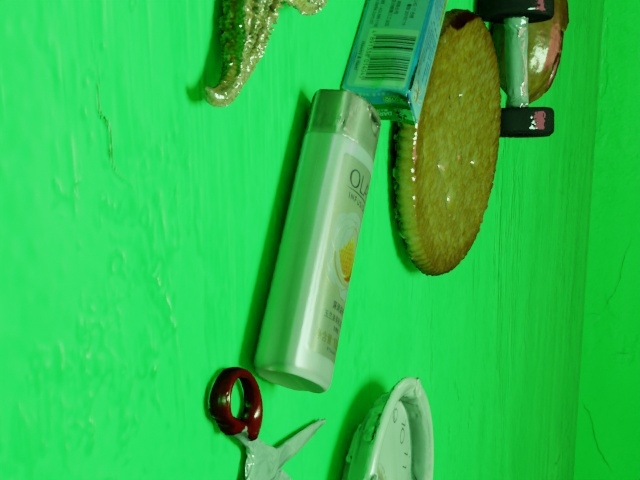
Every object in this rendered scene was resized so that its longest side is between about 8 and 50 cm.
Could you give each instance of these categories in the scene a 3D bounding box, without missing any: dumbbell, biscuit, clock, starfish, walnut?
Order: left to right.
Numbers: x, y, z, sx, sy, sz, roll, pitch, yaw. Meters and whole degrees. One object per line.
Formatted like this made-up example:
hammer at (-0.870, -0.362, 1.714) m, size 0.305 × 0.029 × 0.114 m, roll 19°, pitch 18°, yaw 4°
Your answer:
starfish at (-0.037, -0.195, 0.687) m, size 0.227 × 0.043 × 0.241 m, roll 51°, pitch 51°, yaw -59°
clock at (0.063, 0.253, 1.059) m, size 0.236 × 0.053 × 0.237 m, roll 3°, pitch 90°, yaw -71°
biscuit at (0.144, -0.108, 1.184) m, size 0.305 × 0.038 × 0.305 m, roll -28°, pitch 122°, yaw -59°
dumbbell at (0.257, -0.231, 1.370) m, size 0.100 × 0.100 × 0.191 m, roll -8°, pitch 97°, yaw -69°
walnut at (0.294, -0.282, 1.470) m, size 0.116 × 0.115 × 0.207 m, roll 27°, pitch 70°, yaw -69°

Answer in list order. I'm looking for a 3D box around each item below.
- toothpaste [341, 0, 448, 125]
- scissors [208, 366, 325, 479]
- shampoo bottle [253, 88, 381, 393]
toothpaste at (0.085, -0.230, 0.975) m, size 0.050 × 0.065 × 0.267 m, roll 62°, pitch 38°, yaw -56°
scissors at (-0.040, 0.177, 0.816) m, size 0.247 × 0.017 × 0.144 m, roll 32°, pitch 66°, yaw -69°
shampoo bottle at (0.000, 0.000, 0.816) m, size 0.086 × 0.055 × 0.228 m, roll 52°, pitch 47°, yaw -63°
